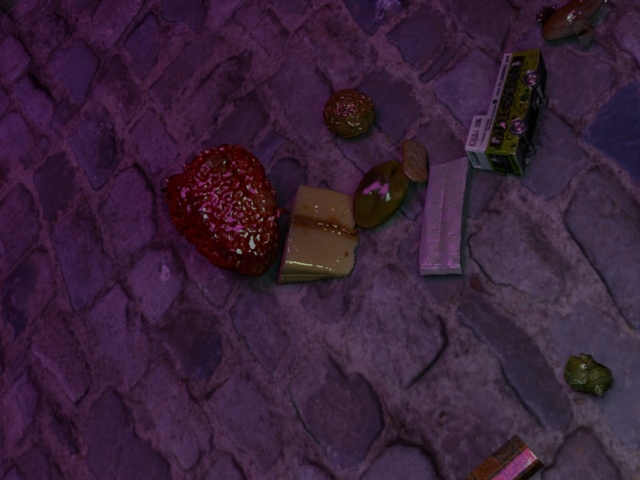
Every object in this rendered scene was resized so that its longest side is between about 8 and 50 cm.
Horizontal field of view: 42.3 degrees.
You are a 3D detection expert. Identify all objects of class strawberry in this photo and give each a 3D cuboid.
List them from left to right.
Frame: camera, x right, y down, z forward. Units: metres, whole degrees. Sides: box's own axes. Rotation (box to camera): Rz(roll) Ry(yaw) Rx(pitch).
[{"bbox_3d":[-0.210,-0.077,2.077,0.343,0.292,0.292,37,84,25],"label":"strawberry"}]

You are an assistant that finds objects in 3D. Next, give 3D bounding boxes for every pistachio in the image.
[{"bbox_3d":[0.149,-0.112,1.999,0.110,0.100,0.189,34,81,36],"label":"pistachio"}]

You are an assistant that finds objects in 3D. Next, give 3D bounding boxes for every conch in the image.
[{"bbox_3d":[0.521,0.263,1.622,0.089,0.074,0.121,0,34,-11],"label":"conch"}]

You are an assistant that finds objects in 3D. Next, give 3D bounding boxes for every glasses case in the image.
[{"bbox_3d":[0.328,0.479,1.620,0.218,0.049,0.075,-41,54,1],"label":"glasses case"}]

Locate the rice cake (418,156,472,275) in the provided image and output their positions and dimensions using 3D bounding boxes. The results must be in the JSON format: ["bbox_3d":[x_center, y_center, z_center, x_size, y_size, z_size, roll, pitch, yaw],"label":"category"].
[{"bbox_3d":[0.292,-0.054,1.927,0.106,0.050,0.298,-3,63,25],"label":"rice cake"}]

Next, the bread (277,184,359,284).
[{"bbox_3d":[0.000,0.000,2.061,0.178,0.135,0.240,11,64,-5],"label":"bread"}]

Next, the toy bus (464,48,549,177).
[{"bbox_3d":[0.448,-0.304,1.950,0.139,0.113,0.301,7,65,30],"label":"toy bus"}]

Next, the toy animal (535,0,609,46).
[{"bbox_3d":[0.620,-0.558,2.018,0.188,0.089,0.179,-36,38,12],"label":"toy animal"}]

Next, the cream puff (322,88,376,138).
[{"bbox_3d":[0.069,-0.335,2.159,0.144,0.103,0.126,6,68,36],"label":"cream puff"}]

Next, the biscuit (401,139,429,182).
[{"bbox_3d":[0.231,-0.195,2.018,0.018,0.071,0.147,121,159,-45],"label":"biscuit"}]
